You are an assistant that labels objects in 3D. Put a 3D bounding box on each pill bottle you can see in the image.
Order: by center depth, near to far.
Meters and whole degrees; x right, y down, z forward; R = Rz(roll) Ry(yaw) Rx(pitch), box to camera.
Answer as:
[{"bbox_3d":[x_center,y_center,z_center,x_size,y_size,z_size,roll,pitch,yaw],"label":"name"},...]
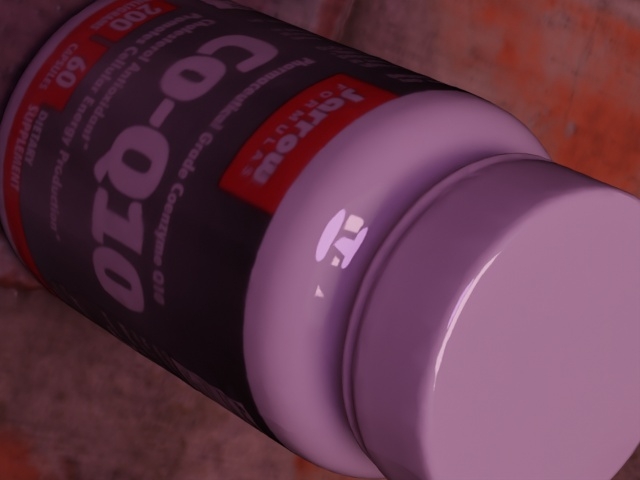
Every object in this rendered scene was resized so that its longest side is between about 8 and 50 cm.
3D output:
[{"bbox_3d":[0.000,0.000,0.772,0.161,0.283,0.161,-18,119,-35],"label":"pill bottle"}]
